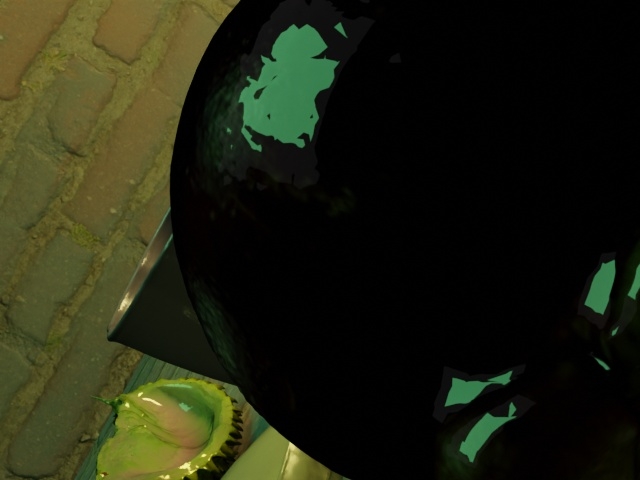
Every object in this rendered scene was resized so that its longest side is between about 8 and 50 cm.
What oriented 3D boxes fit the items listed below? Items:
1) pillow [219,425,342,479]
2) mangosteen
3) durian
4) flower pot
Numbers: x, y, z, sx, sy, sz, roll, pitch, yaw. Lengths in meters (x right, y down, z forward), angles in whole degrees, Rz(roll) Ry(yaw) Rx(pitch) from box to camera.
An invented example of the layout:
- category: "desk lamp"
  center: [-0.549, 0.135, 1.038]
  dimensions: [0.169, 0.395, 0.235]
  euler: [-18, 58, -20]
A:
- category: "pillow"
  center: [-0.071, 0.300, 0.690]
  dimensions: [0.255, 0.119, 0.322]
  euler: [-60, 8, 34]
- category: "mangosteen"
  center: [0.072, -0.001, 0.428]
  dimensions: [0.297, 0.296, 0.314]
  euler: [-47, 28, 47]
- category: "durian"
  center: [-0.198, 0.256, 1.210]
  dimensions: [0.158, 0.169, 0.355]
  euler: [-60, 17, 4]
- category: "flower pot"
  center: [-0.050, 0.037, 0.939]
  dimensions: [0.265, 0.243, 0.265]
  euler: [-53, 15, 21]
